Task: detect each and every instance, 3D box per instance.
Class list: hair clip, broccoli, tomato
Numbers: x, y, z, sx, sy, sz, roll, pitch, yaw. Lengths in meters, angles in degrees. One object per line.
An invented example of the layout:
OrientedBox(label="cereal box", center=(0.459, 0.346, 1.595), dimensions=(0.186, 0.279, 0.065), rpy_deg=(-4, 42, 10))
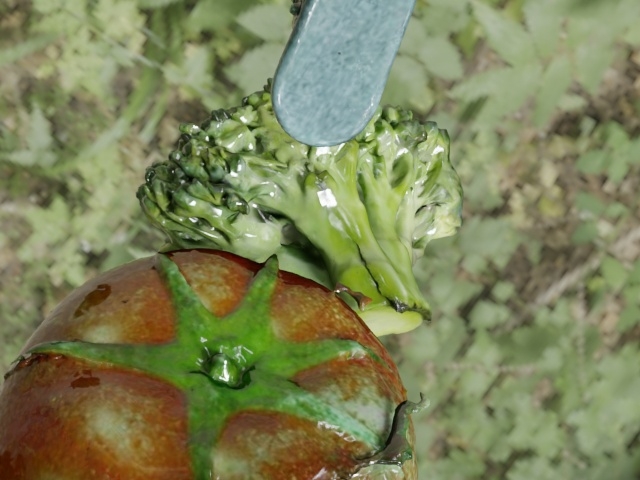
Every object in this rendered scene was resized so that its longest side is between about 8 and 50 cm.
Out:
OrientedBox(label="hair clip", center=(0.034, -0.125, 0.500), dimensions=(0.229, 0.039, 0.070), rpy_deg=(117, -12, -49))
OrientedBox(label="broccoli", center=(0.000, 0.000, 1.357), dimensions=(0.288, 0.245, 0.248), rpy_deg=(-15, 145, -8))
OrientedBox(label="tomato", center=(-0.078, 0.161, 1.162), dimensions=(0.303, 0.303, 0.239), rpy_deg=(-25, 145, -33))
